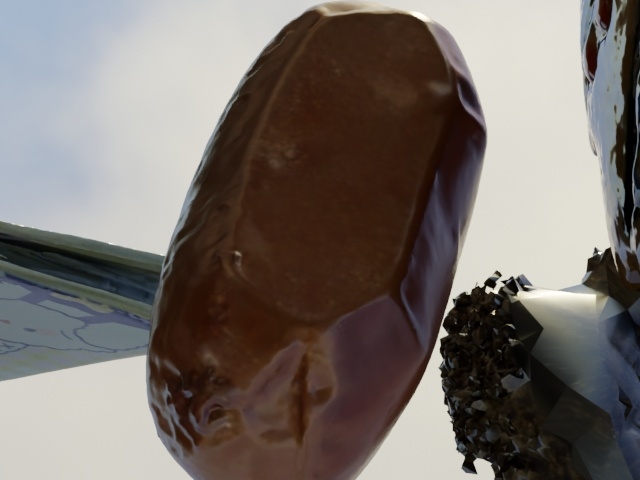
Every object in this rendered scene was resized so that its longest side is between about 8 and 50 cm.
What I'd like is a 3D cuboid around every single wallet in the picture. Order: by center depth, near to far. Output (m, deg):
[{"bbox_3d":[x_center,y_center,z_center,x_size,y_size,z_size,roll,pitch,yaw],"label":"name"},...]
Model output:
[{"bbox_3d":[-0.224,0.040,1.301,0.309,0.223,0.077,-13,-118,50],"label":"wallet"}]

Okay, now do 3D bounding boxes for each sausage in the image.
[{"bbox_3d":[-0.001,0.002,0.846,0.133,0.133,0.258,-23,-143,39],"label":"sausage"}]

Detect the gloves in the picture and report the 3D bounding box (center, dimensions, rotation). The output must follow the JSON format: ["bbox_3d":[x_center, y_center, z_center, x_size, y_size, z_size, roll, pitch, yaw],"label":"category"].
[{"bbox_3d":[0.166,0.117,1.051,0.135,0.312,0.210,-16,-113,18],"label":"gloves"}]

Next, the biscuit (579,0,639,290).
[{"bbox_3d":[0.150,-0.069,0.801,0.301,0.043,0.278,-111,-157,-63],"label":"biscuit"}]
